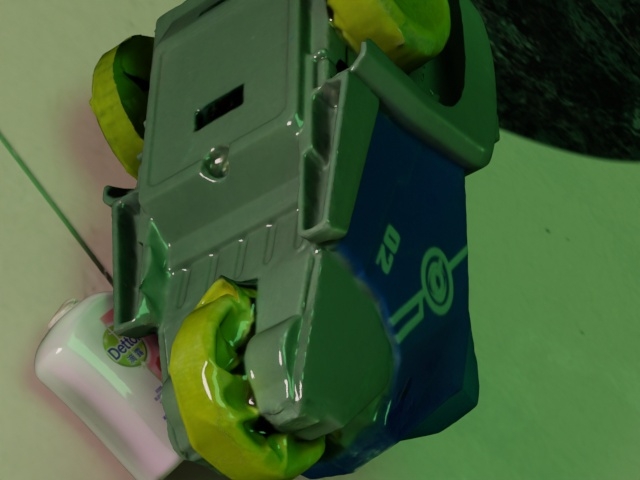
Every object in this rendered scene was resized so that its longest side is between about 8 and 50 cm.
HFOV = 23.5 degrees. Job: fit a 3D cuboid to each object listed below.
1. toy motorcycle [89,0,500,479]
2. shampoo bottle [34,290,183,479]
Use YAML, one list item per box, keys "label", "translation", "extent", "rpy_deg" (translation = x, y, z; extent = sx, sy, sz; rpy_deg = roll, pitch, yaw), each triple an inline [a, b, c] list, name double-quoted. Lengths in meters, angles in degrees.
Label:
- label: "toy motorcycle"
  translation: [0.000, 0.000, 0.805]
  extent: [0.200, 0.191, 0.326]
  rpy_deg: [37, 39, -39]
- label: "shampoo bottle"
  translation: [-0.097, 0.069, 0.770]
  extent: [0.099, 0.043, 0.072]
  rpy_deg: [45, 34, 2]
